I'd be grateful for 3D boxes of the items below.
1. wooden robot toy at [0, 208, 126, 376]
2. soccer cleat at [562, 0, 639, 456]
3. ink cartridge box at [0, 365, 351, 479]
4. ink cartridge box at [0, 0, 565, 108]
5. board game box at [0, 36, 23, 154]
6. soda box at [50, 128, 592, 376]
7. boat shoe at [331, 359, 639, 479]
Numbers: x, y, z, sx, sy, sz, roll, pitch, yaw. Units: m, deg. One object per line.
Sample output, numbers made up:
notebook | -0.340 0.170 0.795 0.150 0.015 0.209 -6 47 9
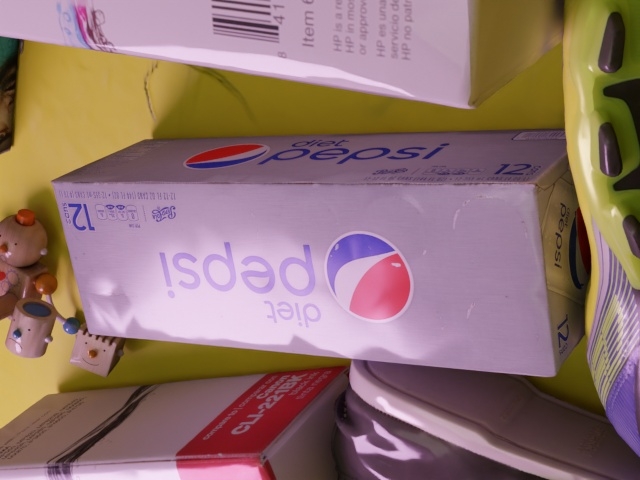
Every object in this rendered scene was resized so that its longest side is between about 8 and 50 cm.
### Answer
wooden robot toy | -0.203 0.021 0.767 0.173 0.076 0.079 29 114 17
soccer cleat | 0.141 -0.026 0.495 0.093 0.121 0.289 -15 116 -4
ink cartridge box | -0.086 0.200 0.748 0.272 0.114 0.197 -10 107 33
ink cartridge box | -0.024 -0.191 0.471 0.270 0.197 0.198 13 119 26
board game box | -0.243 -0.079 0.666 0.026 0.186 0.126 25 123 18
soda box | 0.000 0.000 0.614 0.286 0.091 0.098 1 111 31
boat shoe | 0.152 0.152 0.580 0.335 0.112 0.096 23 116 28
